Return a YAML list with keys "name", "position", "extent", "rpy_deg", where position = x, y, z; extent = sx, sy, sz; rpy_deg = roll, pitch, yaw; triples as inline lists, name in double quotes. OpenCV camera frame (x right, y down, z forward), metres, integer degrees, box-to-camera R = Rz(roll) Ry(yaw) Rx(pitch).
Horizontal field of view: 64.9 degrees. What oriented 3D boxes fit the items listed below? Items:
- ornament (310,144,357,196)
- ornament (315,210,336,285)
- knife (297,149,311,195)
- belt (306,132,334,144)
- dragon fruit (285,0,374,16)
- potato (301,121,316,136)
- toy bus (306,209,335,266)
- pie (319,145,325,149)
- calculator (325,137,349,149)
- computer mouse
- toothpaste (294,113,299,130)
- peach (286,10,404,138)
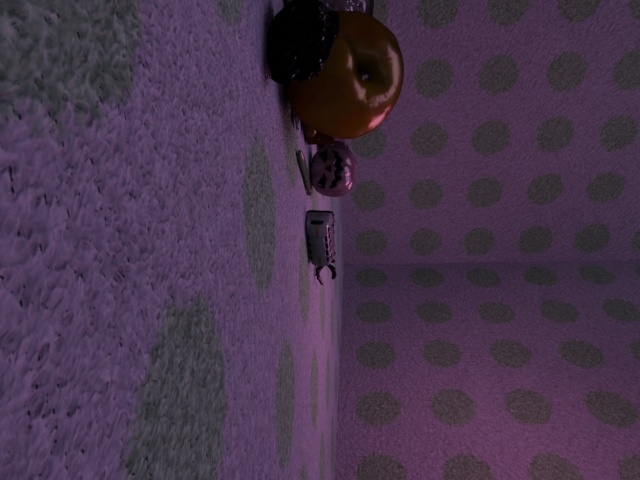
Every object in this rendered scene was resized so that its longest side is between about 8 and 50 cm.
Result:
- name: "ornament"
  position: [0.037, -0.238, 1.724]
  extent: [0.177, 0.178, 0.177]
  rpy_deg: [-1, 90, -85]
- name: "ornament"
  position: [0.019, 0.033, 1.806]
  extent: [0.202, 0.080, 0.236]
  rpy_deg: [87, 4, -66]
- name: "knife"
  position: [-0.044, -0.197, 1.477]
  extent: [0.293, 0.020, 0.043]
  rpy_deg: [77, 12, -71]
- name: "belt"
  position: [0.001, -0.428, 1.557]
  extent: [0.184, 0.105, 0.261]
  rpy_deg: [-73, 161, -80]
- name: "dragon fruit"
  position: [0.027, -0.633, 1.287]
  extent: [0.283, 0.221, 0.203]
  rpy_deg: [-14, 109, -82]
- name: "potato"
  position: [-0.034, -0.344, 1.467]
  extent: [0.046, 0.045, 0.092]
  rpy_deg: [-85, 169, -61]
- name: "toy bus"
  position: [0.000, 0.000, 1.588]
  extent: [0.089, 0.087, 0.193]
  rpy_deg: [-74, 164, -50]
- name: "pie"
  position: [0.028, -0.407, 2.157]
  extent: [0.204, 0.054, 0.218]
  rpy_deg: [73, 16, -74]
- name: "calculator"
  position: [0.045, -0.443, 2.034]
  extent: [0.194, 0.043, 0.294]
  rpy_deg: [-20, 94, -66]
- name: "computer mouse"
  position: [-0.044, -0.390, 0.960]
  extent: [0.077, 0.147, 0.241]
  rpy_deg: [39, 45, -47]
- name: "toothpaste"
  position: [-0.056, -0.393, 1.308]
  extent: [0.056, 0.036, 0.205]
  rpy_deg: [60, 33, -79]
- name: "peach"
  position: [0.051, -0.386, 1.203]
  extent: [0.308, 0.289, 0.288]
  rpy_deg: [-149, -126, -65]
